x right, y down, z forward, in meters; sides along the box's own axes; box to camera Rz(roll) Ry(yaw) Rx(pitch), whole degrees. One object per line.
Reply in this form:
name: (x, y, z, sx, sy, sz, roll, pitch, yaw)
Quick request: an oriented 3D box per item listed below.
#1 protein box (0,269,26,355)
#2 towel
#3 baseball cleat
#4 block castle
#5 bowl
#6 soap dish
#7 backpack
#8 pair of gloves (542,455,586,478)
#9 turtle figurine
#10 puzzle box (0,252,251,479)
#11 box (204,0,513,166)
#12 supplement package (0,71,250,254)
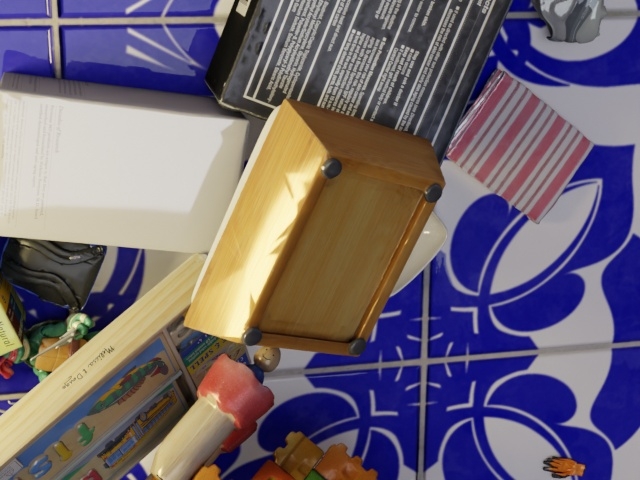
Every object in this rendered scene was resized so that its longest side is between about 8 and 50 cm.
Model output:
protein box: (-0.502, 0.066, 1.400, 0.201, 0.136, 0.199, -24, 109, -6)
towel: (0.278, -0.131, 1.593, 0.197, 0.029, 0.144, 34, 95, -22)
baseball cleat: (0.340, -0.368, 1.516, 0.109, 0.072, 0.205, 1, 102, -7)
block castle: (0.013, 0.342, 1.374, 0.453, 0.303, 0.213, 40, 71, 4)
bowl: (0.087, -0.008, 1.565, 0.142, 0.053, 0.142, -46, 110, 1)
soap dish: (0.000, 0.000, 1.304, 0.229, 0.118, 0.290, 12, 111, -40)
backpack: (-0.346, 0.027, 1.445, 0.120, 0.101, 0.098, 21, 92, -14)
pair of gloves: (0.371, 0.377, 1.765, 0.074, 0.010, 0.083, 17, 102, -18)
turtle figurine: (-0.328, 0.152, 1.478, 0.234, 0.118, 0.175, 4, 123, -32)
puzzle box: (-0.267, 0.219, 1.403, 0.409, 0.272, 0.052, -41, 66, -16)
box: (0.048, -0.269, 1.413, 0.294, 0.183, 0.296, 20, 102, -17)
supplement package: (-0.252, -0.095, 1.393, 0.293, 0.177, 0.175, 5, 104, -14)
